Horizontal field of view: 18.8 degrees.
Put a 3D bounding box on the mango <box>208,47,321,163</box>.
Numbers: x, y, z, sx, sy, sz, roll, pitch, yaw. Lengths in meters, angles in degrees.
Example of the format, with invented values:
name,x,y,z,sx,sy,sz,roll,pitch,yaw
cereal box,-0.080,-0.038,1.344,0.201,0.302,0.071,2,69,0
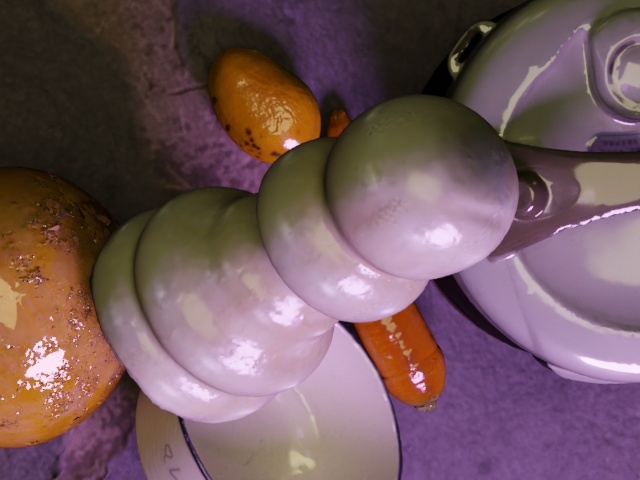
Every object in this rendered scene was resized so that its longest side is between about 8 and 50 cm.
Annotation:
name,x,y,z,sx,sy,sz,roll,pitch,yaw
mango,-0.048,-0.114,1.632,0.079,0.057,0.114,-40,91,4

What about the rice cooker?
name,x,y,z,sx,sy,sz,roll,pitch,yaw
rice cooker,0.235,-0.047,1.525,0.335,0.325,0.335,0,91,-5

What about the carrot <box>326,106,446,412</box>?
name,x,y,z,sx,sy,sz,roll,pitch,yaw
carrot,0.043,0.021,1.641,0.066,0.062,0.271,-22,92,-1

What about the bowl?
name,x,y,z,sx,sy,sz,roll,pitch,yaw
bowl,-0.058,0.163,1.578,0.237,0.126,0.238,23,52,-33

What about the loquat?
name,x,y,z,sx,sy,sz,roll,pitch,yaw
loquat,-0.252,0.052,1.530,0.235,0.235,0.235,0,91,-6

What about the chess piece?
name,x,y,z,sx,sy,sz,roll,pitch,yaw
chess piece,0.000,0.000,1.389,0.182,0.330,0.182,22,54,-34
